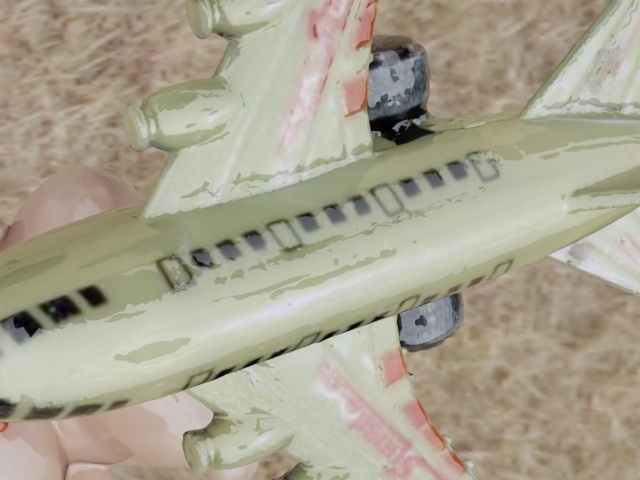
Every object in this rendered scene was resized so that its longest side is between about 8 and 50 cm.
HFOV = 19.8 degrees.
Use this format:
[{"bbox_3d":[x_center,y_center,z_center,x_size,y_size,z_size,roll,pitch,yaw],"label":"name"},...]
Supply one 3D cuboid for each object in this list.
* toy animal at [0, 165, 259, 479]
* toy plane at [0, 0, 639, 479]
[{"bbox_3d":[-0.141,0.064,0.750,0.198,0.171,0.171,-23,101,-9],"label":"toy animal"},{"bbox_3d":[0.000,0.000,0.489,0.244,0.092,0.229,-14,110,-16],"label":"toy plane"}]
